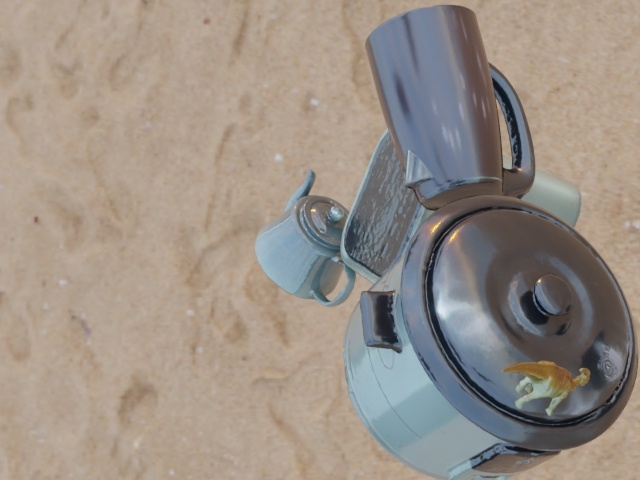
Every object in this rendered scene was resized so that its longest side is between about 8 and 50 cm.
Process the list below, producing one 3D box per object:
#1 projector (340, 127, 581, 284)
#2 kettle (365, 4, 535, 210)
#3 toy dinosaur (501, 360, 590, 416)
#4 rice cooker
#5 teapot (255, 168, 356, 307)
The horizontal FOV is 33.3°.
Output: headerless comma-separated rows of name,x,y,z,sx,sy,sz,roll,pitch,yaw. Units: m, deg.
projector,0.207,-0.026,1.635,0.248,0.249,0.248,-68,21,5
kettle,0.166,-0.151,1.323,0.144,0.202,0.232,-29,68,51
toy dinosaur,0.147,0.098,0.733,0.041,0.113,0.026,-48,50,30
rice cooker,0.156,0.093,0.990,0.227,0.281,0.241,131,142,-55
teapot,0.000,0.000,1.773,0.149,0.162,0.239,-48,48,40
